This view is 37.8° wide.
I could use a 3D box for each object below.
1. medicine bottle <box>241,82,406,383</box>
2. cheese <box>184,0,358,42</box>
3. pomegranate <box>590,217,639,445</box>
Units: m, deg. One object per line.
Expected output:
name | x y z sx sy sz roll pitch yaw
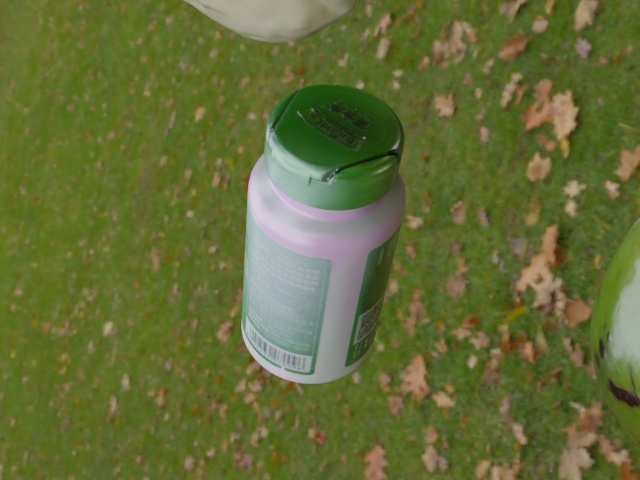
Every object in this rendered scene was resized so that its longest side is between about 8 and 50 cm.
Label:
medicine bottle | 0.000 0.000 0.808 0.274 0.134 0.133 98 167 -50
cheese | -0.071 -0.226 0.554 0.173 0.252 0.247 101 149 -57
pomegranate | 0.272 0.041 0.594 0.202 0.202 0.247 -45 13 49
